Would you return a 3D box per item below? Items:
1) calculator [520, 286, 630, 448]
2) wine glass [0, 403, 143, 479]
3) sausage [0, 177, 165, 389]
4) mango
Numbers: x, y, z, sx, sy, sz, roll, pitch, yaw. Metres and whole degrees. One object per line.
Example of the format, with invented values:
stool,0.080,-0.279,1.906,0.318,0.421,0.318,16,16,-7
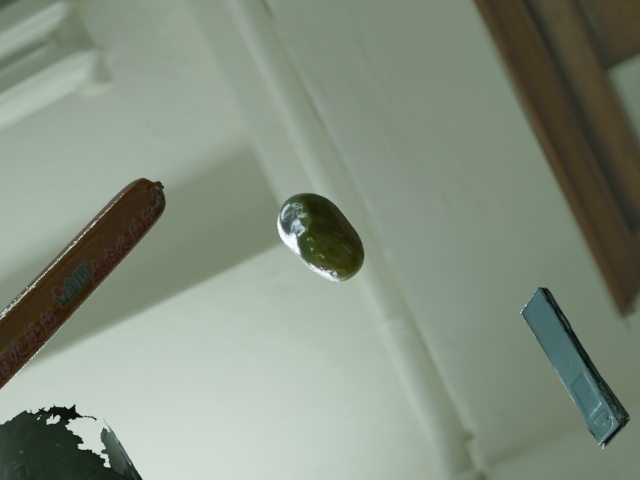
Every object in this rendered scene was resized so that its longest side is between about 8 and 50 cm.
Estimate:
calculator,0.259,0.127,1.815,0.018,0.057,0.172,-12,-121,-33
wine glass,-0.173,0.275,1.386,0.143,0.143,0.321,41,-165,-53
sausage,-0.253,0.045,1.749,0.053,0.053,0.348,57,-132,-21
mango,0.002,0.001,2.357,0.122,0.085,0.191,47,-171,-26
